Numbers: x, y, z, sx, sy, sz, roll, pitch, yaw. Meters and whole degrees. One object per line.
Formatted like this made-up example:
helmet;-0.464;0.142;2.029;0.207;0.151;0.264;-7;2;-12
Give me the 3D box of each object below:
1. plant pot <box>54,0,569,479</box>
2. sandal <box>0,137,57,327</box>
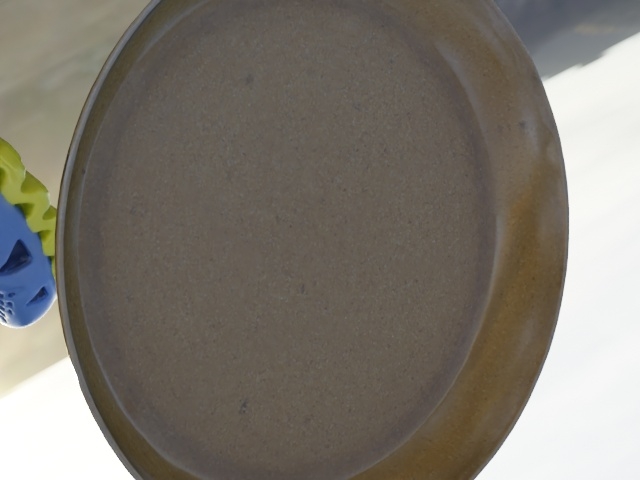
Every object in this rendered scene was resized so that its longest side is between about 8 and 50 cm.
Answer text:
plant pot;0.000;0.000;0.602;0.236;0.236;0.032;-31;-159;-32
sandal;-0.264;-0.048;0.906;0.138;0.317;0.126;-50;-141;-16
